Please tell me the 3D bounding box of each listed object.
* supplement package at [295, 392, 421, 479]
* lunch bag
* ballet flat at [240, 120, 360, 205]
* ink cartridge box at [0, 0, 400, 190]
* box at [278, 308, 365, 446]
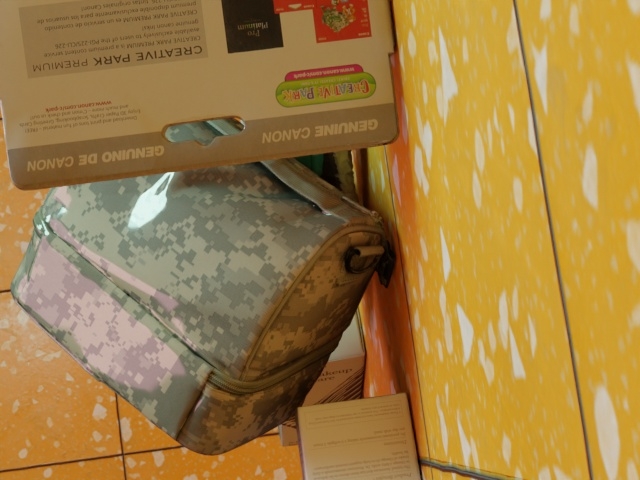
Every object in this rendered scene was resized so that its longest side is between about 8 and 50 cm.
[{"bbox_3d":[0.039,0.240,1.148,0.105,0.105,0.179,103,160,-77],"label":"supplement package"},{"bbox_3d":[-0.105,0.012,1.166,0.305,0.212,0.256,39,120,22],"label":"lunch bag"},{"bbox_3d":[-0.007,-0.072,1.298,0.147,0.147,0.409,-103,10,-51],"label":"ballet flat"},{"bbox_3d":[-0.106,-0.189,0.991,0.130,0.309,0.272,-164,67,-85],"label":"ink cartridge box"},{"bbox_3d":[-0.007,0.167,1.577,0.275,0.113,0.094,89,172,-61],"label":"box"}]
